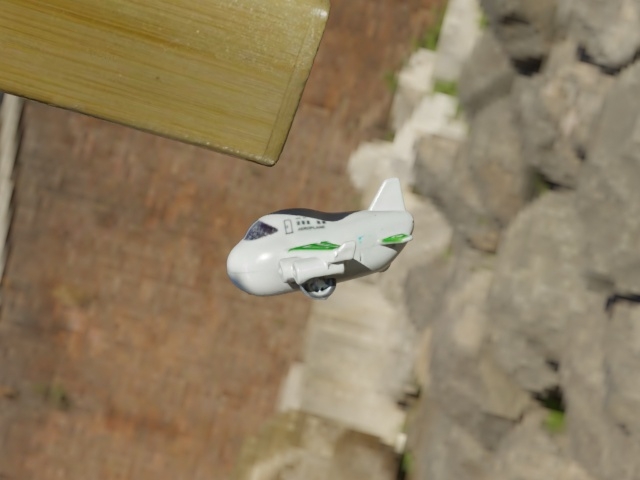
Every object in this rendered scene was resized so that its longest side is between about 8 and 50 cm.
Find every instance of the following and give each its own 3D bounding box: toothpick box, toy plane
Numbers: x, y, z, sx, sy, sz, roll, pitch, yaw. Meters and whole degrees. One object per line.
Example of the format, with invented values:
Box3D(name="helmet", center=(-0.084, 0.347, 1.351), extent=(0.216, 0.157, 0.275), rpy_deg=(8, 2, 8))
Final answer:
Box3D(name="toothpick box", center=(-0.170, -0.179, 1.428), extent=(0.190, 0.308, 0.187), rpy_deg=(38, 111, 65))
Box3D(name="toy plane", center=(0.000, 0.003, 1.581), extent=(0.174, 0.174, 0.080), rpy_deg=(-93, -11, -79))
